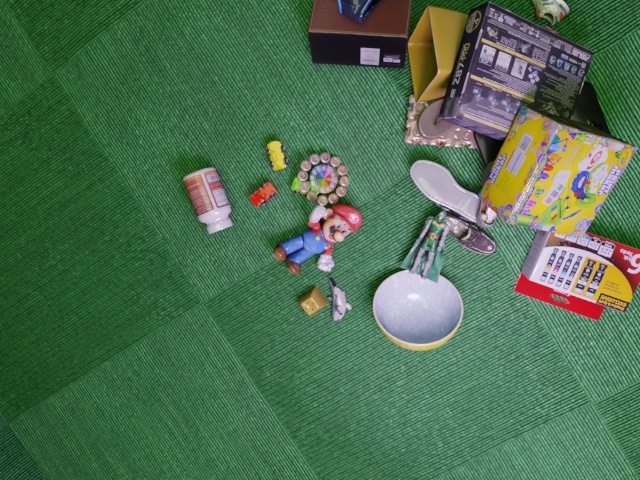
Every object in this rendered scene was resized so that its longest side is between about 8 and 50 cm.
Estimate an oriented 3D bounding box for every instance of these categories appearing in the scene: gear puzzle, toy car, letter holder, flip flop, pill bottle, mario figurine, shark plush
[{"bbox_3d":[0.449,-0.389,1.637,0.340,0.044,0.175,6,97,4],"label":"gear puzzle"},{"bbox_3d":[-0.109,-0.203,1.730,0.225,0.053,0.238,21,101,4],"label":"toy car"},{"bbox_3d":[0.129,-0.687,1.583,0.302,0.152,0.214,6,72,7],"label":"letter holder"},{"bbox_3d":[0.437,-0.408,1.571,0.277,0.080,0.112,-19,94,7],"label":"flip flop"},{"bbox_3d":[-0.387,-0.137,1.743,0.121,0.121,0.215,-19,94,10],"label":"pill bottle"},{"bbox_3d":[0.000,0.000,1.675,0.321,0.198,0.170,-34,70,16],"label":"mario figurine"},{"bbox_3d":[0.047,0.204,1.765,0.067,0.073,0.161,-16,101,40],"label":"shark plush"}]

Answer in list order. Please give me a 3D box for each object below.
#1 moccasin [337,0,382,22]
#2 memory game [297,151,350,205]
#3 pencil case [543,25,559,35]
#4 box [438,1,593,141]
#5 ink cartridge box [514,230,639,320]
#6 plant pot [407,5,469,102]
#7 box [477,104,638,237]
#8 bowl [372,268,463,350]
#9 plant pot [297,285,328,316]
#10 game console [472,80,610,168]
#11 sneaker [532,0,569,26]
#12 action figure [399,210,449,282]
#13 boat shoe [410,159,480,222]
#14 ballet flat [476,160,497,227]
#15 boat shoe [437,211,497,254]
[{"bbox_3d":[0.207,-0.764,1.472,0.342,0.138,0.116,-43,75,4],"label":"moccasin"},{"bbox_3d":[0.012,-0.209,1.695,0.187,0.012,0.186,1,87,-15],"label":"memory game"},{"bbox_3d":[0.660,-0.551,1.553,0.095,0.098,0.209,19,100,5],"label":"pencil case"},{"bbox_3d":[0.566,-0.448,1.436,0.396,0.097,0.317,12,96,-21],"label":"box"},{"bbox_3d":[0.828,0.106,1.602,0.310,0.130,0.271,19,101,5],"label":"ink cartridge box"},{"bbox_3d":[0.398,-0.566,1.526,0.188,0.212,0.212,-6,82,-7],"label":"plant pot"},{"bbox_3d":[0.656,-0.188,1.409,0.280,0.177,0.289,10,118,-20],"label":"box"},{"bbox_3d":[0.322,0.254,1.663,0.290,0.289,0.156,-2,140,8],"label":"bowl"},{"bbox_3d":[-0.032,0.222,1.761,0.082,0.083,0.081,-36,91,12],"label":"plant pot"},{"bbox_3d":[0.719,-0.273,1.583,0.387,0.060,0.341,-22,99,7],"label":"game console"},{"bbox_3d":[0.686,-0.732,1.545,0.161,0.057,0.075,41,95,-2],"label":"sneaker"},{"bbox_3d":[0.359,0.010,1.634,0.137,0.063,0.232,22,101,17],"label":"action figure"},{"bbox_3d":[0.419,-0.153,1.642,0.303,0.091,0.114,39,91,1],"label":"boat shoe"},{"bbox_3d":[0.537,-0.143,1.555,0.072,0.068,0.213,10,94,0],"label":"ballet flat"},{"bbox_3d":[0.485,-0.018,1.660,0.224,0.073,0.080,33,103,4],"label":"boat shoe"}]
